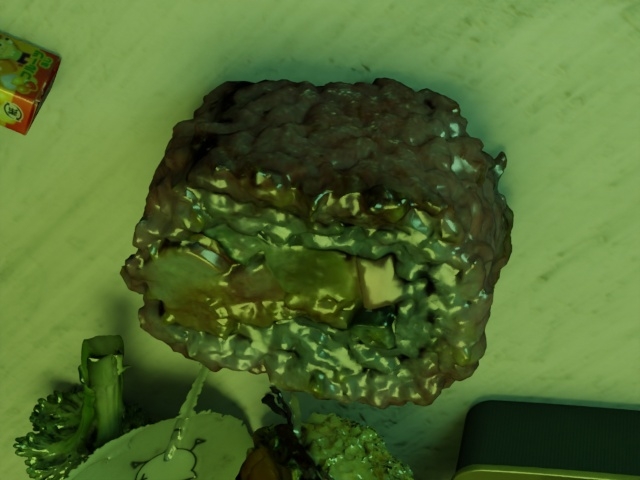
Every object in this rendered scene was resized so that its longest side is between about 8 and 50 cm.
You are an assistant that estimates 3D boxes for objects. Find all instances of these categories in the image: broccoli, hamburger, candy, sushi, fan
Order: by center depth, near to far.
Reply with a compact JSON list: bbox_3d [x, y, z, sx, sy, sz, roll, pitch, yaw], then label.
[{"bbox_3d":[0.000,0.000,1.011,0.270,0.171,0.236,8,132,10],"label":"sushi"},{"bbox_3d":[-0.258,-0.128,1.031,0.122,0.062,0.038,22,132,-6],"label":"candy"},{"bbox_3d":[0.025,0.242,1.192,0.139,0.243,0.261,-31,101,-9],"label":"hamburger"},{"bbox_3d":[-0.195,0.150,1.228,0.122,0.118,0.204,36,138,16],"label":"broccoli"},{"bbox_3d":[-0.126,0.172,1.232,0.233,0.012,0.414,-2,126,-40],"label":"fan"}]

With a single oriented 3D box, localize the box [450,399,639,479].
[{"bbox_3d":[0.215,0.213,1.197,0.201,0.090,0.144,2,131,12],"label":"box"}]
